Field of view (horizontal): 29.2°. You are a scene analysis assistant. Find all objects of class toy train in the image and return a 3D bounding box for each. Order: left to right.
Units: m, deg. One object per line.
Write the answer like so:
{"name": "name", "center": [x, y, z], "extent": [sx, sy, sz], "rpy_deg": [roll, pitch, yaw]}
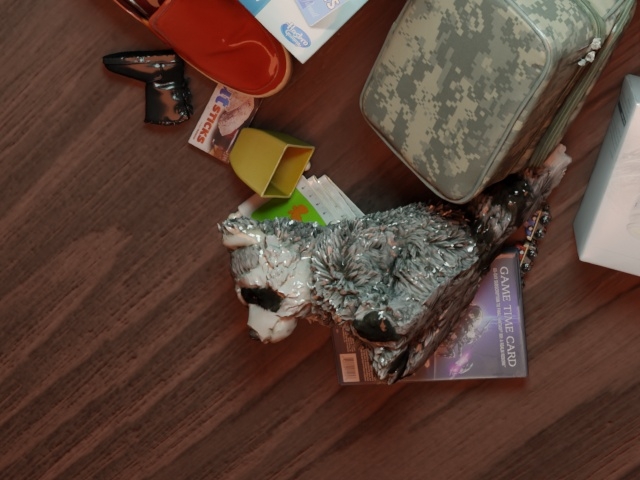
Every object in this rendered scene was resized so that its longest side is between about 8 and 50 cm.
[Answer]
{"name": "toy train", "center": [0.281, 0.019, 1.705], "extent": [0.036, 0.027, 0.158], "rpy_deg": [22, 115, 10]}

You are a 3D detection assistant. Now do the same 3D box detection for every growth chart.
{"name": "growth chart", "center": [0.000, 0.000, 1.738], "extent": [0.237, 0.021, 0.172], "rpy_deg": [41, 113, -9]}

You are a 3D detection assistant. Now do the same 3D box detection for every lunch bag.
{"name": "lunch bag", "center": [0.230, -0.225, 1.453], "extent": [0.212, 0.256, 0.305], "rpy_deg": [45, 139, 18]}

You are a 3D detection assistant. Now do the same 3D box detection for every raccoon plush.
{"name": "raccoon plush", "center": [0.082, -0.016, 1.648], "extent": [0.299, 0.446, 0.216], "rpy_deg": [38, 158, 22]}

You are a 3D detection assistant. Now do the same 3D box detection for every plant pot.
{"name": "plant pot", "center": [-0.074, -0.113, 1.665], "extent": [0.083, 0.081, 0.081], "rpy_deg": [34, 106, 24]}

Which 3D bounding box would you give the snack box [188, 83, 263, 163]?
{"name": "snack box", "center": [-0.113, -0.194, 1.670], "extent": [0.064, 0.022, 0.178], "rpy_deg": [29, 113, -3]}

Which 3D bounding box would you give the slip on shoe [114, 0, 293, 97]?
{"name": "slip on shoe", "center": [-0.179, -0.295, 1.575], "extent": [0.331, 0.101, 0.123], "rpy_deg": [40, 114, -10]}

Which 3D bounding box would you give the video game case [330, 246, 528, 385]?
{"name": "video game case", "center": [0.149, 0.110, 1.735], "extent": [0.274, 0.026, 0.196], "rpy_deg": [-4, 112, 10]}

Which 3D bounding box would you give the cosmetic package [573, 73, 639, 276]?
{"name": "cosmetic package", "center": [0.470, -0.065, 1.584], "extent": [0.224, 0.138, 0.224], "rpy_deg": [15, 115, 2]}

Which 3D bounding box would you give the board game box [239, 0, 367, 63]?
{"name": "board game box", "center": [0.012, -0.387, 1.239], "extent": [0.254, 0.079, 0.336], "rpy_deg": [43, 112, -11]}

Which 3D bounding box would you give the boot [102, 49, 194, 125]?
{"name": "boot", "center": [-0.233, -0.207, 1.670], "extent": [0.121, 0.045, 0.099], "rpy_deg": [-1, 112, 4]}
